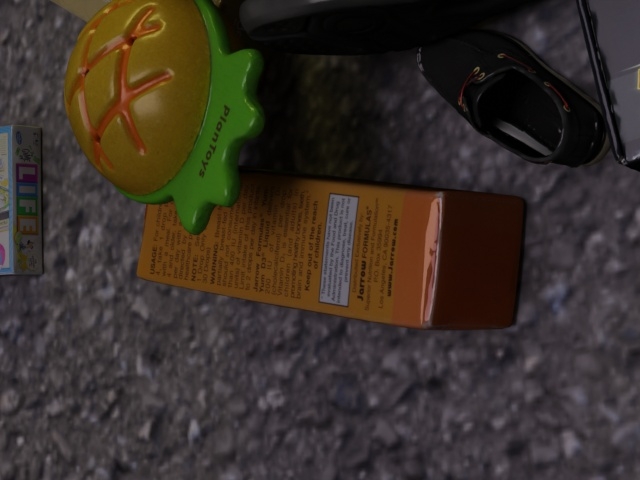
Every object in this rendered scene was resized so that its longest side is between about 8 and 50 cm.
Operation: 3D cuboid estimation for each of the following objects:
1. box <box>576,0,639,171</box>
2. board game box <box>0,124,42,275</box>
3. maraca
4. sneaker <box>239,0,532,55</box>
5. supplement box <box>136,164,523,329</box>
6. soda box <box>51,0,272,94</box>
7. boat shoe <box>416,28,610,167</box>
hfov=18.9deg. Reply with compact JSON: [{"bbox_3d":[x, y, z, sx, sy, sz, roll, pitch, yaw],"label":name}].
[{"bbox_3d":[0.223,-0.142,0.866,0.220,0.051,0.175,-16,78,25],"label":"box"},{"bbox_3d":[-0.257,-0.025,1.369,0.154,0.026,0.103,-3,87,43],"label":"board game box"},{"bbox_3d":[-0.082,-0.077,1.071,0.186,0.099,0.127,40,117,52],"label":"maraca"},{"bbox_3d":[0.056,-0.180,1.026,0.227,0.087,0.130,-20,69,27],"label":"sneaker"},{"bbox_3d":[0.000,0.000,1.092,0.233,0.078,0.080,6,92,43],"label":"supplement box"},{"bbox_3d":[-0.106,-0.155,1.210,0.181,0.058,0.061,33,111,38],"label":"soda box"},{"bbox_3d":[0.096,-0.080,1.029,0.133,0.042,0.049,37,115,39],"label":"boat shoe"}]
